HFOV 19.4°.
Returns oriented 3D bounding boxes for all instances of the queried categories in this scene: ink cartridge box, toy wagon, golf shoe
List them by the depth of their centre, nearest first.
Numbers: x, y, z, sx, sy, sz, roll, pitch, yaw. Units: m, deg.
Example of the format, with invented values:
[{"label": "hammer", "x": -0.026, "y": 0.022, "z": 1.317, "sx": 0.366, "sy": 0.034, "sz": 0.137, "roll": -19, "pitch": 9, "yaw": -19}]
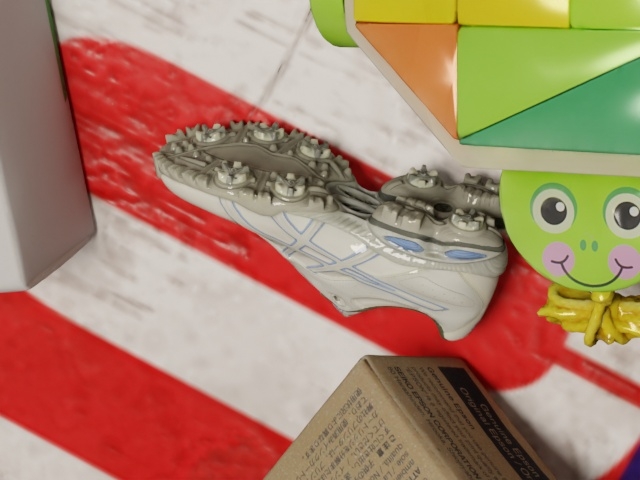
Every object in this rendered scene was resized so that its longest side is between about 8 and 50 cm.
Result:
[{"label": "toy wagon", "x": 0.118, "y": -0.121, "z": 0.758, "sx": 0.267, "sy": 0.068, "sz": 0.344, "roll": 5, "pitch": 100, "yaw": 29}, {"label": "ink cartridge box", "x": 0.030, "y": 0.201, "z": 0.883, "sx": 0.234, "sy": 0.088, "sz": 0.193, "roll": -52, "pitch": 58, "yaw": 24}, {"label": "golf shoe", "x": 0.000, "y": 0.000, "z": 0.885, "sx": 0.176, "sy": 0.069, "sz": 0.086, "roll": 18, "pitch": 125, "yaw": 16}, {"label": "ink cartridge box", "x": -0.240, "y": -0.054, "z": 0.917, "sx": 0.219, "sy": 0.092, "sz": 0.160, "roll": -4, "pitch": 106, "yaw": 17}]
